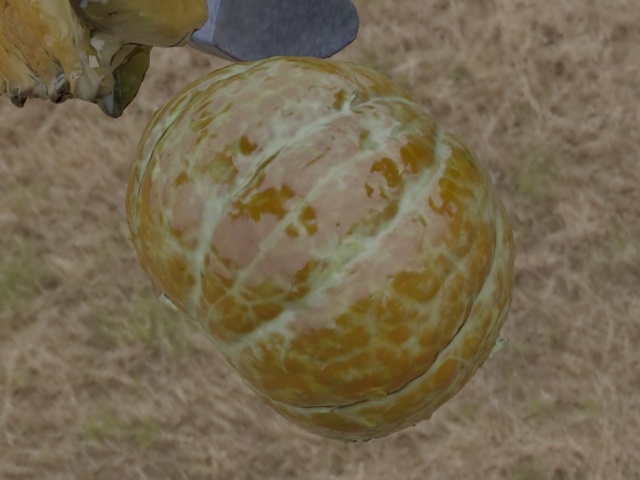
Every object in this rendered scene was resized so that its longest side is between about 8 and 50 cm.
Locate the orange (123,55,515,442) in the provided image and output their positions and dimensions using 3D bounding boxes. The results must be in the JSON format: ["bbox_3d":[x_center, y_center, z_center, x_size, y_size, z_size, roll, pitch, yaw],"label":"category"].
[{"bbox_3d":[0.000,0.000,1.133,0.249,0.329,0.329,-40,47,-12],"label":"orange"}]

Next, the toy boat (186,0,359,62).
[{"bbox_3d":[-0.056,-0.259,1.624,0.078,0.283,0.127,19,103,35],"label":"toy boat"}]

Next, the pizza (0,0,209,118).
[{"bbox_3d":[-0.179,-0.209,0.670,0.080,0.435,0.392,-31,46,-21],"label":"pizza"}]
